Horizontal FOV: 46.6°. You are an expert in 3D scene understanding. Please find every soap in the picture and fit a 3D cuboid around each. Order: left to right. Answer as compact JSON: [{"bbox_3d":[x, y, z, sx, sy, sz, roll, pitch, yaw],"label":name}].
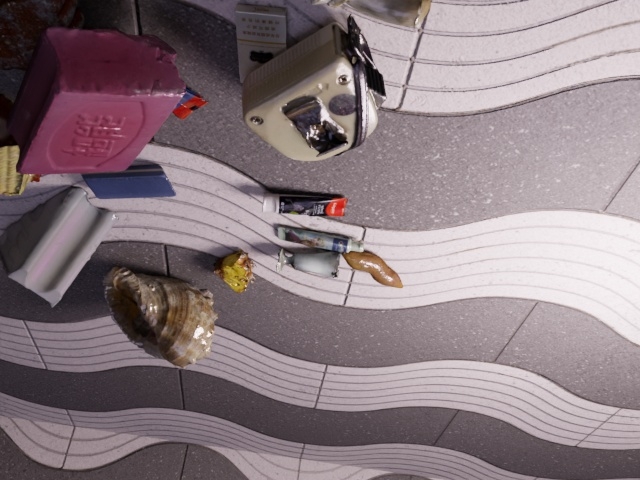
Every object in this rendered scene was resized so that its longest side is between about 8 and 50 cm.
[{"bbox_3d":[-0.679,-0.026,1.910,0.159,0.258,0.302,37,92,-36],"label":"soap"},{"bbox_3d":[-0.417,-0.244,1.358,0.232,0.128,0.359,-7,166,-33],"label":"soap"}]

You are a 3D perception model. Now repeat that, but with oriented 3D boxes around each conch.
[{"bbox_3d":[-0.435,0.194,2.059,0.297,0.210,0.352,-23,102,40],"label":"conch"}]

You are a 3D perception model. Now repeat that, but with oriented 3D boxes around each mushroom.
[{"bbox_3d":[0.049,-0.409,1.170,0.277,0.099,0.096,19,158,-23],"label":"mushroom"}]

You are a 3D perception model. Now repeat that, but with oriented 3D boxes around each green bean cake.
[{"bbox_3d":[-0.532,-0.391,1.294,0.232,0.097,0.199,2,148,9],"label":"green bean cake"}]

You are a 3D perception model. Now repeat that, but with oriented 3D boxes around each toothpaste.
[{"bbox_3d":[-0.036,-0.082,1.705,0.193,0.045,0.071,4,146,-6],"label":"toothpaste"},{"bbox_3d":[0.000,0.000,1.823,0.216,0.037,0.062,10,147,4],"label":"toothpaste"}]

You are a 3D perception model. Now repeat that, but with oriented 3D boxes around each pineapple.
[{"bbox_3d":[-0.225,0.071,1.954,0.116,0.069,0.137,12,137,3],"label":"pineapple"}]

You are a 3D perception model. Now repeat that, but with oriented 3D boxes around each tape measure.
[{"bbox_3d":[0.017,-0.252,1.353,0.271,0.133,0.231,-27,140,28],"label":"tape measure"}]

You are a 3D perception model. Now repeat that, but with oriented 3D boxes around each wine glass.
[{"bbox_3d":[-0.030,0.057,1.881,0.155,0.072,0.072,5,146,5],"label":"wine glass"}]

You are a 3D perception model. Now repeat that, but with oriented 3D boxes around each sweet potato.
[{"bbox_3d":[0.142,0.071,1.884,0.218,0.051,0.065,30,137,-30],"label":"sweet potato"}]

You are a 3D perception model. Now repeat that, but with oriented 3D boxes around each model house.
[{"bbox_3d":[-0.708,-0.202,1.556,0.253,0.160,0.196,17,145,-18],"label":"model house"}]

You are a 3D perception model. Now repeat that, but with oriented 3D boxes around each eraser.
[{"bbox_3d":[-0.442,-0.132,1.710,0.224,0.036,0.082,-2,145,14],"label":"eraser"}]

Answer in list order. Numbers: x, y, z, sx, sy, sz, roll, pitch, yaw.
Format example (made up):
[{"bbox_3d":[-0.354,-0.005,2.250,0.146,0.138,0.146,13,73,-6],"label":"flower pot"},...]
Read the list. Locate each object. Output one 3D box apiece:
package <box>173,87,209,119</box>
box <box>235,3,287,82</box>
[{"bbox_3d":[-0.316,-0.308,1.441,0.083,0.022,0.200,-21,138,36],"label":"package"},{"bbox_3d":[-0.104,-0.348,1.340,0.089,0.024,0.167,6,146,1],"label":"box"}]
